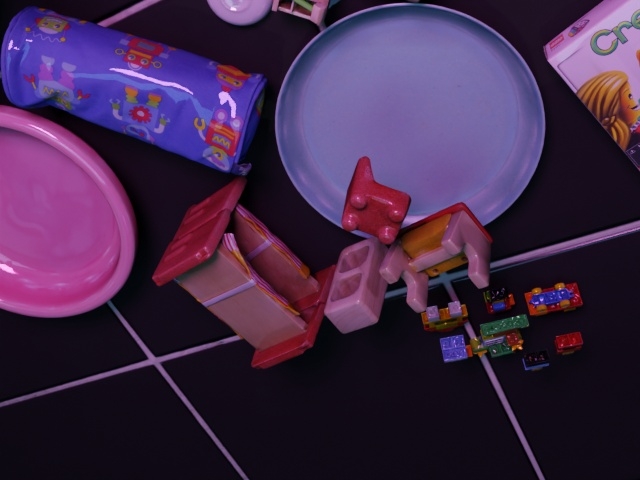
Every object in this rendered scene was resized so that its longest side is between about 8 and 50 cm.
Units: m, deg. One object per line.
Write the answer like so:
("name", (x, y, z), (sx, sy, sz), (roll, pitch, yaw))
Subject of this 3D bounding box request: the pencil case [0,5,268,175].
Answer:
("pencil case", (-0.213, -0.174, 0.917), (0.305, 0.119, 0.133), (17, 137, -3))

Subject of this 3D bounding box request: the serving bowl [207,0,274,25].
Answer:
("serving bowl", (-0.093, -0.279, 0.876), (0.083, 0.027, 0.083), (5, 127, 7))

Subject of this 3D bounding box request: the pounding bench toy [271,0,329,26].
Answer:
("pounding bench toy", (-0.022, -0.267, 0.837), (0.065, 0.083, 0.052), (16, 127, -3))

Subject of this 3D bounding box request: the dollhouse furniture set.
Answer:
("dollhouse furniture set", (0.000, 0.000, 0.949), (0.374, 0.152, 0.201), (-26, 120, 34))

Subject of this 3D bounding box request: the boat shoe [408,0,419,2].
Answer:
("boat shoe", (0.080, -0.369, 0.738), (0.092, 0.103, 0.285), (6, 132, 0))

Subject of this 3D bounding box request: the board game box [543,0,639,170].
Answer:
("board game box", (0.418, -0.223, 0.810), (0.193, 0.053, 0.305), (42, 122, -19))

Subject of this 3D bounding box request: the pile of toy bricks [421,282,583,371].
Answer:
("pile of toy bricks", (0.254, 0.132, 1.075), (0.212, 0.118, 0.105), (-12, 155, 7))

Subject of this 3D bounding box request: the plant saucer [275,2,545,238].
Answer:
("plant saucer", (0.104, -0.135, 0.936), (0.317, 0.044, 0.318), (4, 126, 6))

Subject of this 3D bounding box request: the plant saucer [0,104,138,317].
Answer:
("plant saucer", (-0.404, -0.043, 1.066), (0.331, 0.084, 0.332), (4, 126, 6))
